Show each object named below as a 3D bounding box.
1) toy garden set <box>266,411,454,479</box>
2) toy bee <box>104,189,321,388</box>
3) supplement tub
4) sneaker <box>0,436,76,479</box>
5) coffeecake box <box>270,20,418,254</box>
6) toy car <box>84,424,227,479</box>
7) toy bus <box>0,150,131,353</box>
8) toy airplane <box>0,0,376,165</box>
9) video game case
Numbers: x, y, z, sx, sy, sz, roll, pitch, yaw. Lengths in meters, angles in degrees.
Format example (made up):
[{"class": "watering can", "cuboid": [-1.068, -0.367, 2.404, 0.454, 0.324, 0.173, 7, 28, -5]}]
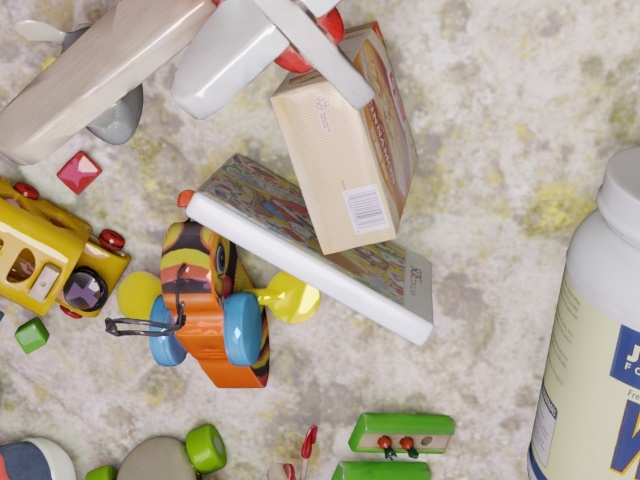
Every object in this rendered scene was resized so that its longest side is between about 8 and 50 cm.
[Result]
[{"class": "toy garden set", "cuboid": [0.014, 0.288, 1.167, 0.203, 0.049, 0.244, 6, 121, -26]}, {"class": "toy bee", "cuboid": [-0.096, 0.040, 1.055, 0.195, 0.298, 0.162, 6, 72, -7]}, {"class": "supplement tub", "cuboid": [0.318, 0.101, 0.967, 0.235, 0.235, 0.325, 9, 116, 8]}, {"class": "sneaker", "cuboid": [-0.365, 0.400, 1.239, 0.131, 0.148, 0.350, 1, 92, 43]}, {"class": "coffeecake box", "cuboid": [0.027, -0.095, 0.967, 0.068, 0.185, 0.142, -13, 111, 16]}, {"class": "toy car", "cuboid": [-0.151, 0.323, 1.248, 0.155, 0.149, 0.188, -23, 133, 8]}, {"class": "toy bus", "cuboid": [-0.273, 0.024, 1.107, 0.202, 0.104, 0.191, -15, 107, 0]}, {"class": "toy airplane", "cuboid": [-0.065, -0.236, 0.868, 0.385, 0.272, 0.385, 4, 78, 23]}, {"class": "video game case", "cuboid": [0.000, 0.000, 1.005, 0.227, 0.206, 0.026, 29, 104, -2]}]
